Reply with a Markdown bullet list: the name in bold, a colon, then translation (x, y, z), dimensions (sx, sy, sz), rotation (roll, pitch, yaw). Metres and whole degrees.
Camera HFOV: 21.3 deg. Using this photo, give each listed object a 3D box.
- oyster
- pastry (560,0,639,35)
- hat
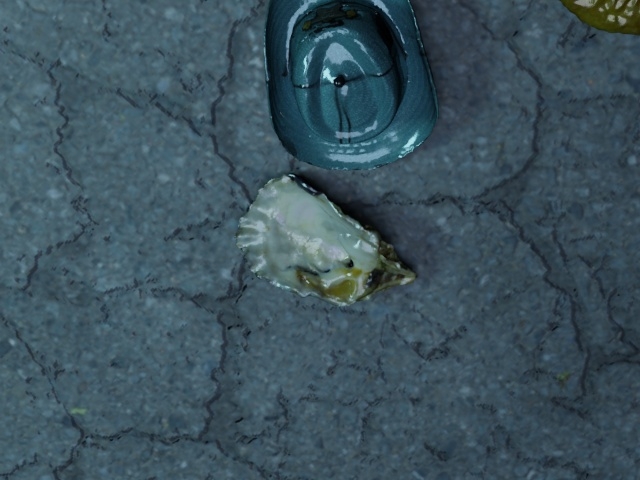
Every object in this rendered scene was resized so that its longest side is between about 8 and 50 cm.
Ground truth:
- **oyster**: translation (0.000, 0.000, 1.447), dimensions (0.146, 0.045, 0.121), rotation (-7, 119, 13)
- **pastry**: translation (0.253, -0.248, 1.287), dimensions (0.189, 0.103, 0.188), rotation (0, 116, 1)
- **hat**: translation (0.020, -0.130, 1.365), dimensions (0.138, 0.078, 0.190), rotation (-10, 115, 9)
